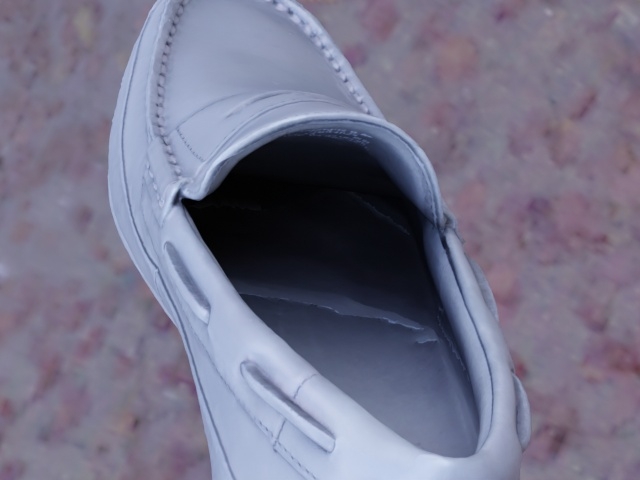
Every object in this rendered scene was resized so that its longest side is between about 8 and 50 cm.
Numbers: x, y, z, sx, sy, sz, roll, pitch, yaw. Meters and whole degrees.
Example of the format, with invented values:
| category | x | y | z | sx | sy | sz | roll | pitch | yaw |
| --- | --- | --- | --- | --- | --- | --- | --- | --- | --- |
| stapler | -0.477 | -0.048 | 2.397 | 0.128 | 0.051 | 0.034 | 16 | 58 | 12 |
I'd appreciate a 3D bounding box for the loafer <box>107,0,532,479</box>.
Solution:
| category | x | y | z | sx | sy | sz | roll | pitch | yaw |
| --- | --- | --- | --- | --- | --- | --- | --- | --- | --- |
| loafer | 0.000 | 0.000 | 0.616 | 0.319 | 0.112 | 0.111 | -111 | 30 | -48 |
